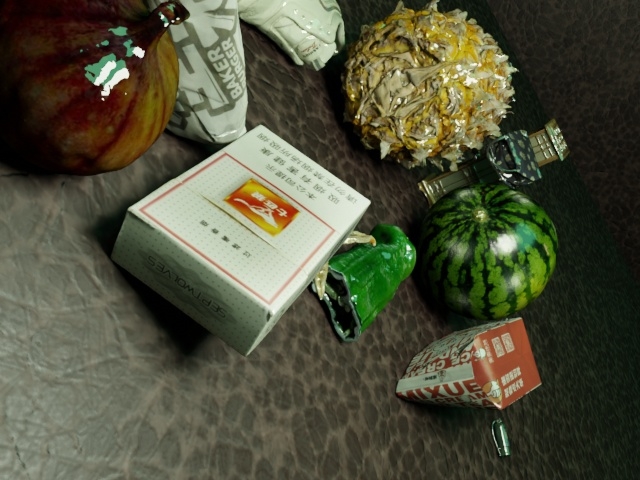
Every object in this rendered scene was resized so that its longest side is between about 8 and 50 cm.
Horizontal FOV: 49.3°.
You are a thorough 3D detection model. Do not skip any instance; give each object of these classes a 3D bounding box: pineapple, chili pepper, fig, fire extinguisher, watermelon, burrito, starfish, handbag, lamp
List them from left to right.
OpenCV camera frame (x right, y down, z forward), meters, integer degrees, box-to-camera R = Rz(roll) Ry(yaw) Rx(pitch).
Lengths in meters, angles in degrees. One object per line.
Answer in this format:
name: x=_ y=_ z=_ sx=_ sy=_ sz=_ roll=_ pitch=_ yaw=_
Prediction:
fig: x=-0.266 y=-0.191 z=0.777 sx=0.235 sy=0.214 sz=0.234 roll=2 pitch=86 yaw=-36
burrito: x=-0.169 y=-0.302 z=0.861 sx=0.445 sy=0.139 sz=0.101 roll=90 pitch=9 yaw=-49
starfish: x=0.002 y=-0.001 z=1.114 sx=0.247 sy=0.138 sz=0.050 roll=-41 pitch=150 yaw=-52
chili pepper: x=0.090 y=0.050 z=1.221 sx=0.136 sy=0.099 sz=0.270 roll=52 pitch=37 yaw=-1
pineapple: x=0.212 y=-0.304 z=1.404 sx=0.300 sy=0.352 sz=0.352 roll=-24 pitch=90 yaw=-58
handbag: x=0.274 y=0.249 z=1.306 sx=0.298 sy=0.171 sz=0.151 roll=-8 pitch=80 yaw=-52
watermelon: x=0.336 y=0.021 z=1.419 sx=0.285 sy=0.285 sz=0.285 roll=33 pitch=45 yaw=-41
lamp: x=0.385 y=-0.164 z=1.570 sx=0.090 sy=0.325 sz=0.089 roll=63 pitch=32 yaw=-4
fire extinguisher: x=0.382 y=0.415 z=1.479 sx=0.038 sy=0.025 sz=0.083 roll=9 pitch=60 yaw=-27
handbag: x=0.367 y=-0.165 z=1.398 sx=0.139 sy=0.072 sz=0.115 roll=-1 pitch=73 yaw=-45

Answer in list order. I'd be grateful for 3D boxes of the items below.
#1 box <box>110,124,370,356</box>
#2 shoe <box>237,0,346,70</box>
box: x=-0.089 y=-0.017 z=0.935 sx=0.210 sy=0.095 sz=0.330 roll=35 pitch=36 yaw=5
shoe: x=-0.048 y=-0.414 z=1.285 sx=0.210 sy=0.132 sz=0.342 roll=61 pitch=29 yaw=-3
